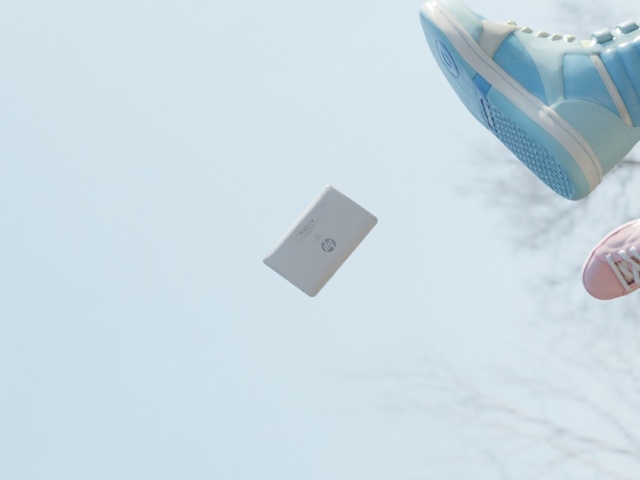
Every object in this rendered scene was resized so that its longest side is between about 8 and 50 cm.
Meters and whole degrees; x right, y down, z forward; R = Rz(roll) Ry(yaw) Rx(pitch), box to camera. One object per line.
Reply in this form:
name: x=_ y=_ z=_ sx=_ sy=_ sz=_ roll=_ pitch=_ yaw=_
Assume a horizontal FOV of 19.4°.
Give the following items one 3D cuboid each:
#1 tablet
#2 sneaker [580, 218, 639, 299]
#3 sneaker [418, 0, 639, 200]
tablet: x=0.000 y=0.000 z=1.467 sx=0.083 sy=0.054 sz=0.006 roll=-50 pitch=-22 yaw=-12
sneaker: x=0.263 y=0.010 z=1.475 sx=0.051 sy=0.134 sz=0.070 roll=56 pitch=-162 yaw=-9
sneaker: x=0.269 y=-0.203 z=2.115 sx=0.208 sy=0.319 sz=0.127 roll=-36 pitch=-30 yaw=-8
